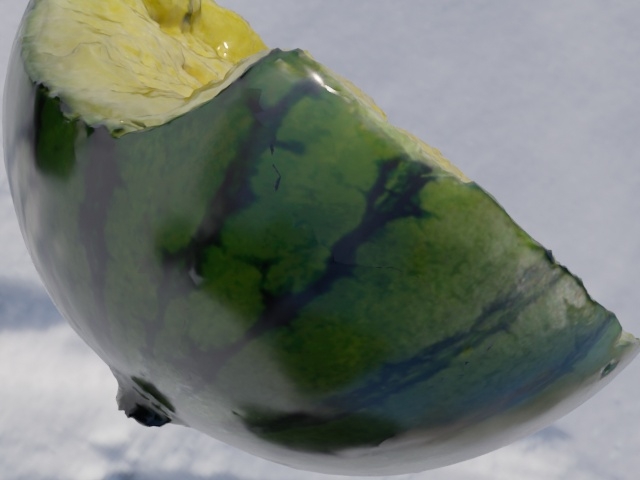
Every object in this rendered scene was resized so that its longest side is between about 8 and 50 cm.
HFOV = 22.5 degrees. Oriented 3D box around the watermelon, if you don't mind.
[{"bbox_3d":[-0.026,0.004,0.768,0.189,0.331,0.331,-45,140,4],"label":"watermelon"}]
